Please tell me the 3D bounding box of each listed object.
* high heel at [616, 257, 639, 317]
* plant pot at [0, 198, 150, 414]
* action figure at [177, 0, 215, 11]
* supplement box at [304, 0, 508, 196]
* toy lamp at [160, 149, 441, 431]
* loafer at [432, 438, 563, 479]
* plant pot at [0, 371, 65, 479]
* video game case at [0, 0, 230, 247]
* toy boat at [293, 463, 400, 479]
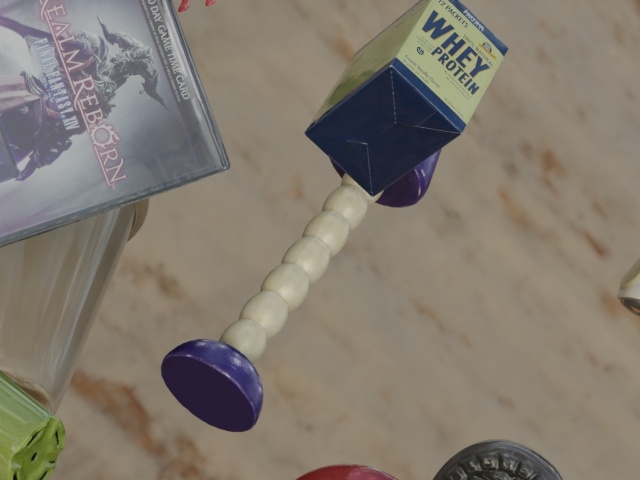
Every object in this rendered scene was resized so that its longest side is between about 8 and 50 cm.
[{"bbox_3d":[0.365,0.077,1.789,0.186,0.093,0.261,42,-3,-2],"label":"high heel"},{"bbox_3d":[-0.323,0.021,1.834,0.323,0.323,0.280,30,51,-38],"label":"plant pot"},{"bbox_3d":[-0.113,-0.242,1.591,0.030,0.038,0.115,-64,142,-68],"label":"action figure"},{"bbox_3d":[0.049,-0.084,1.124,0.056,0.083,0.083,43,45,-12],"label":"supplement box"},{"bbox_3d":[0.000,0.000,1.295,0.080,0.080,0.274,45,56,-15],"label":"toy lamp"},{"bbox_3d":[0.082,0.300,1.452,0.134,0.366,0.130,34,16,9],"label":"loafer"},{"bbox_3d":[-0.190,0.107,1.131,0.079,0.083,0.083,26,17,22],"label":"plant pot"},{"bbox_3d":[-0.227,-0.101,1.471,0.026,0.274,0.196,-75,146,-77],"label":"video game case"},{"bbox_3d":[0.027,0.261,1.638,0.151,0.231,0.151,17,46,7],"label":"toy boat"}]
